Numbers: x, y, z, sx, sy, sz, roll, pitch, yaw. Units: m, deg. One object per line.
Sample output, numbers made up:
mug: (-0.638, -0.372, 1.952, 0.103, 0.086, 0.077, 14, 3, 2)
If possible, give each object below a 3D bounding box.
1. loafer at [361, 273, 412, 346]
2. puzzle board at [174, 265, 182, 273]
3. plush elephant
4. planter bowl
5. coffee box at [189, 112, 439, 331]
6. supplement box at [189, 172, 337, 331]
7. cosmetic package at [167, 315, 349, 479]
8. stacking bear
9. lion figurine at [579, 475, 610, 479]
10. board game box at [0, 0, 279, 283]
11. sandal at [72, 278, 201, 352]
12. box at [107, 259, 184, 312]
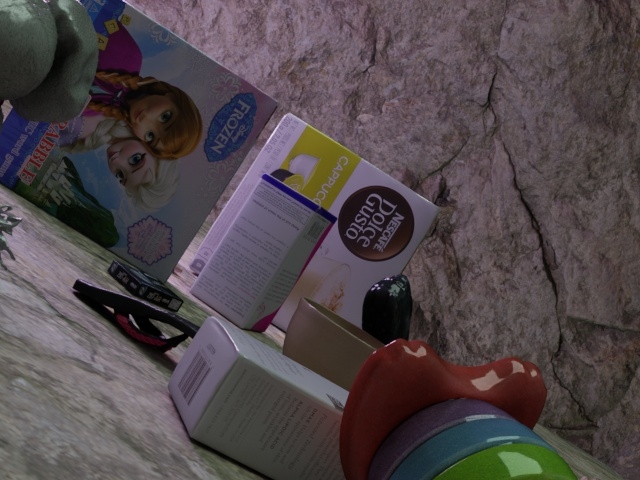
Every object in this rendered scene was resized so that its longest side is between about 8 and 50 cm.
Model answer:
loafer: (0.088, 0.148, 1.351, 0.076, 0.223, 0.078, 25, 35, 25)
puzzle board: (-0.294, 0.012, 1.571, 0.128, 0.011, 0.096, 33, 0, -45)
plush elephant: (-0.360, -0.162, 0.897, 0.330, 0.255, 0.272, 33, 1, 11)
planter bowl: (0.016, 0.159, 1.227, 0.162, 0.109, 0.162, 33, 2, -1)
coffee box: (0.000, 0.000, 1.868, 0.334, 0.337, 0.338, 33, 1, 3)
supplement box: (-0.087, 0.022, 1.512, 0.114, 0.220, 0.111, 32, 0, 17)
cosmetic package: (-0.011, 0.165, 0.850, 0.231, 0.085, 0.117, 31, 2, -23)
stacking bear: (0.135, 0.222, 0.678, 0.175, 0.164, 0.289, 13, 22, -28)
lion figurine: (0.441, 0.407, 1.123, 0.392, 0.142, 0.240, 25, -15, 19)
board game box: (-0.276, -0.154, 1.410, 0.318, 0.318, 0.066, 32, 3, -6)
sandal: (-0.182, 0.085, 0.989, 0.179, 0.040, 0.067, 17, -11, 25)
box: (-0.223, 0.059, 1.239, 0.067, 0.018, 0.083, 34, 2, 41)
